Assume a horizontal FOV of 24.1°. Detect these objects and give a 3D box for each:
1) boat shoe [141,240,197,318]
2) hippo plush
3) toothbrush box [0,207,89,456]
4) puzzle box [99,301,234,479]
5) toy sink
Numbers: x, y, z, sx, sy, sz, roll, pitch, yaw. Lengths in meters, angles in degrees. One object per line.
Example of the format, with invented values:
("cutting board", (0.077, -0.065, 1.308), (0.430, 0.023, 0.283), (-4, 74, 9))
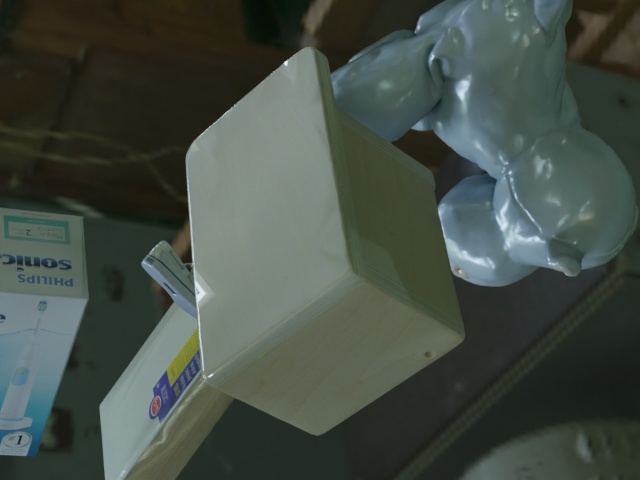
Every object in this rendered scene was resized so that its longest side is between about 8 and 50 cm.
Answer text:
("boat shoe", (-0.122, 0.037, 1.357), (0.035, 0.100, 0.035), (13, 61, 48))
("hippo plush", (0.173, -0.094, 1.217), (0.294, 0.234, 0.236), (-23, 100, 40))
("toothbrush box", (-0.391, 0.102, 1.643), (0.295, 0.216, 0.126), (115, 152, -44))
("puzzle box", (-0.172, 0.164, 1.849), (0.272, 0.052, 0.409), (-53, 13, 2))
("toy sink", (0.000, 0.000, 1.126), (0.153, 0.131, 0.234), (-37, 42, 28))
